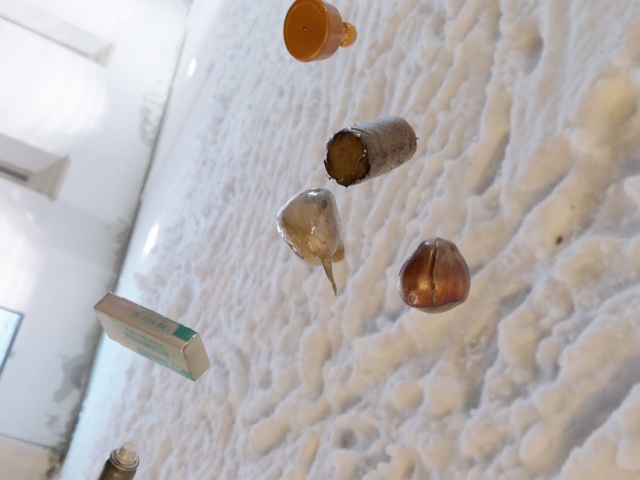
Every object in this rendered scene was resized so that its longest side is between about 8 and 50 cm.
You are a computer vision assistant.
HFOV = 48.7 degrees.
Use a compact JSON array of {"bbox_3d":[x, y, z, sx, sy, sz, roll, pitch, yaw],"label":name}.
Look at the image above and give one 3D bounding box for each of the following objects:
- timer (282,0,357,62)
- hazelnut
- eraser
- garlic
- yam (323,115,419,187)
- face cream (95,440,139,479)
[{"bbox_3d":[0.019,-0.433,1.473,0.132,0.152,0.132,8,101,43],"label":"timer"},{"bbox_3d":[0.123,0.037,0.758,0.086,0.086,0.086,-52,26,37],"label":"hazelnut"},{"bbox_3d":[-0.305,0.172,1.278,0.052,0.225,0.095,-50,-35,-35],"label":"eraser"},{"bbox_3d":[-0.004,-0.006,0.983,0.091,0.128,0.198,-27,10,2],"label":"garlic"},{"bbox_3d":[0.069,-0.121,0.942,0.141,0.079,0.079,-25,-21,-50],"label":"yam"},{"bbox_3d":[-0.472,0.564,1.558,0.283,0.073,0.073,-62,21,15],"label":"face cream"}]
